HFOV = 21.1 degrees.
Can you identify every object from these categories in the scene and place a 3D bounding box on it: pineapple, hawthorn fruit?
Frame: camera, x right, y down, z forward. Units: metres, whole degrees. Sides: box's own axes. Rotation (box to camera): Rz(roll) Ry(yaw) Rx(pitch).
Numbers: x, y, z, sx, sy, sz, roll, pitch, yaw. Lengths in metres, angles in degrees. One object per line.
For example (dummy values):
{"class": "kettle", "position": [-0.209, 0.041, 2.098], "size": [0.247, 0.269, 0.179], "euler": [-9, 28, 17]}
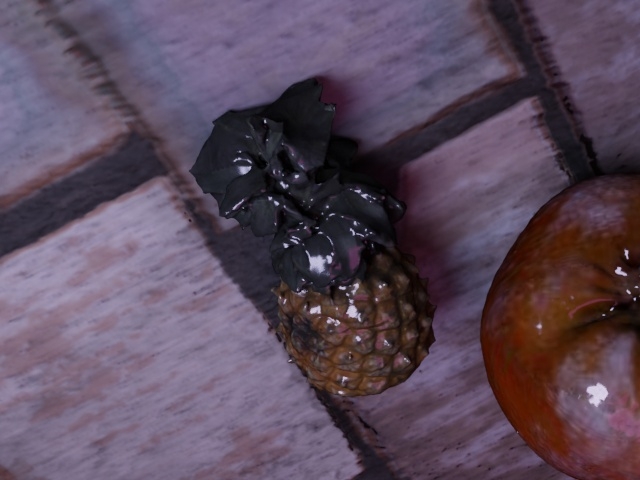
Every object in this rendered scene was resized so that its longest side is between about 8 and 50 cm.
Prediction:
{"class": "pineapple", "position": [0.000, 0.000, 1.131], "size": [0.119, 0.111, 0.237], "euler": [-44, 135, -25]}
{"class": "hawthorn fruit", "position": [0.224, 0.082, 1.213], "size": [0.235, 0.231, 0.263], "euler": [2, 129, -11]}
